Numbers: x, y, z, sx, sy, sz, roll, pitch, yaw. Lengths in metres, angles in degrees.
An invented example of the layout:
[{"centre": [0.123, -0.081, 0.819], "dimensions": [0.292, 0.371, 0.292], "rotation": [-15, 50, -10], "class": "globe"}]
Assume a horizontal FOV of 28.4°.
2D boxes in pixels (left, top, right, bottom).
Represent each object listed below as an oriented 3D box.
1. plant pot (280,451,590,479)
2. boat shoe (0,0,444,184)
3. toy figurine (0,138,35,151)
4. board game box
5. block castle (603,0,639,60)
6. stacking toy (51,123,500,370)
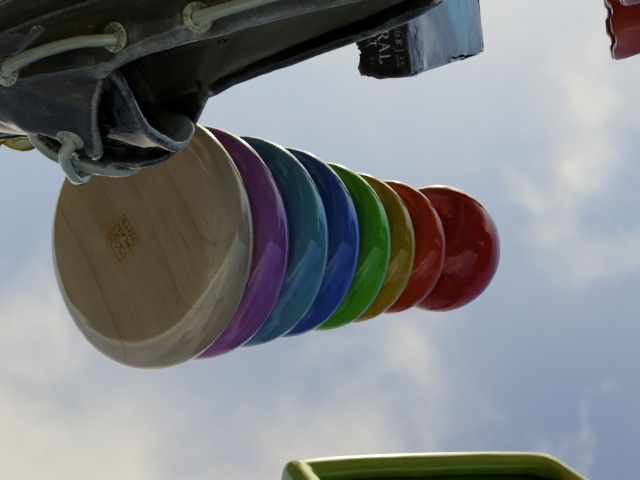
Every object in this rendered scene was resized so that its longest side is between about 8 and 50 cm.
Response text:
[{"centre": [0.099, 0.274, 0.802], "dimensions": [0.227, 0.207, 0.228], "rotation": [3, -163, -27], "class": "plant pot"}, {"centre": [-0.068, -0.055, 0.373], "dimensions": [0.219, 0.070, 0.078], "rotation": [-21, 172, 25], "class": "boat shoe"}, {"centre": [-0.193, -0.183, 0.648], "dimensions": [0.363, 0.191, 0.217], "rotation": [-30, -116, -29], "class": "toy figurine"}, {"centre": [0.038, -0.169, 0.554], "dimensions": [0.026, 0.186, 0.126], "rotation": [-3, -168, 22], "class": "board game box"}, {"centre": [0.360, -0.465, 1.480], "dimensions": [0.213, 0.453, 0.303], "rotation": [-9, 171, 9], "class": "block castle"}, {"centre": [0.000, 0.000, 0.794], "dimensions": [0.141, 0.141, 0.330], "rotation": [7, -176, 39], "class": "stacking toy"}]
